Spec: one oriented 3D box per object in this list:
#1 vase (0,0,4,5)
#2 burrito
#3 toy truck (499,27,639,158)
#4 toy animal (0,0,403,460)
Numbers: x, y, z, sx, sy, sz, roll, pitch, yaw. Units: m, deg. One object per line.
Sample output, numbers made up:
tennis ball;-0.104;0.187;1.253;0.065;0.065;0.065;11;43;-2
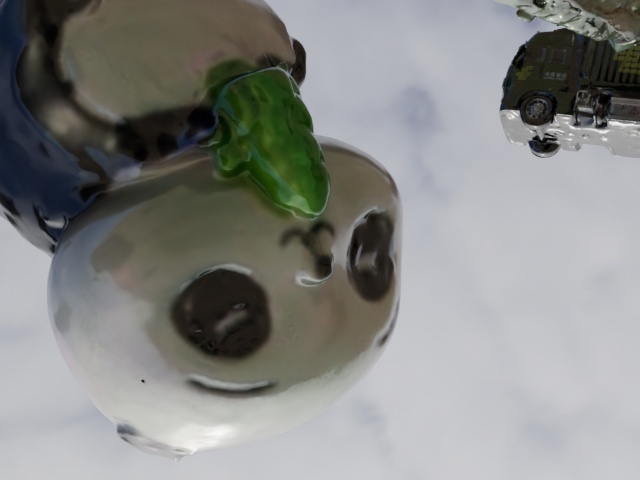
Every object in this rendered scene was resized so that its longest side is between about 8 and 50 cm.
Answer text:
vase;-0.250;-0.273;1.030;0.120;0.120;0.183;7;-95;-32
burrito;0.171;-0.213;0.850;0.309;0.066;0.096;13;-76;-41
toy truck;0.298;-0.131;1.019;0.088;0.259;0.121;56;-133;-62
toy animal;-0.068;-0.023;0.619;0.212;0.212;0.267;-23;-109;-39
